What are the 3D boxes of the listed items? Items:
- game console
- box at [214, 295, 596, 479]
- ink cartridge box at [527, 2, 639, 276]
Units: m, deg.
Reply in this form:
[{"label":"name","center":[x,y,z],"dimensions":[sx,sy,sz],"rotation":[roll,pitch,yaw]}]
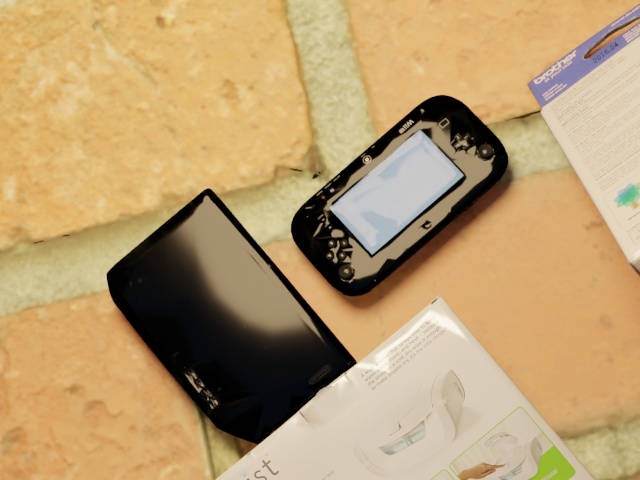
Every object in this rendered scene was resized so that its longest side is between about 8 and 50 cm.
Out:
[{"label":"game console","center":[0.000,0.000,1.686],"dimensions":[0.361,0.044,0.213],"rotation":[-41,76,-3]},{"label":"box","center":[0.076,0.221,1.586],"dimensions":[0.262,0.127,0.231],"rotation":[-40,76,-2]},{"label":"ink cartridge box","center":[0.299,-0.099,1.578],"dimensions":[0.186,0.065,0.311],"rotation":[-37,33,11]}]
